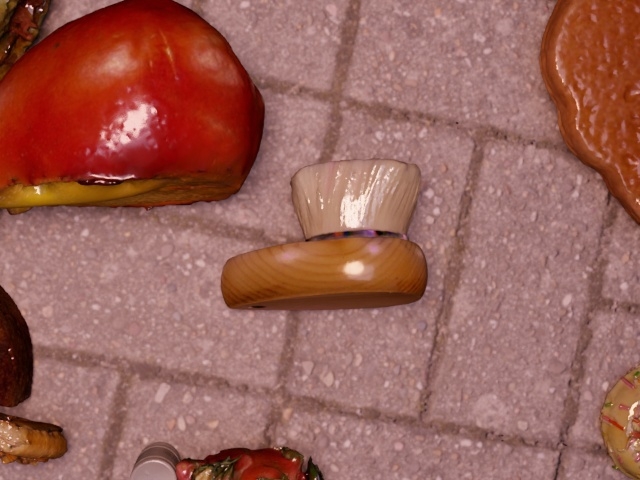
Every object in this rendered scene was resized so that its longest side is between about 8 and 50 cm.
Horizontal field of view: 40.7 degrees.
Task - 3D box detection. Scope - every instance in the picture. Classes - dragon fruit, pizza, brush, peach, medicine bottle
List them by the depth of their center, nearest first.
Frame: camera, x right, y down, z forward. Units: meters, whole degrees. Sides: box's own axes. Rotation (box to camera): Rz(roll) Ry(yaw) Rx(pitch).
[{"bbox_3d":[-0.237,-0.117,0.988,0.338,0.281,0.281,-40,94,-8],"label":"peach"},{"bbox_3d":[-0.421,0.232,1.033,0.226,0.147,0.069,13,77,-7],"label":"pizza"},{"bbox_3d":[-0.052,0.329,1.049,0.269,0.198,0.200,-2,133,-7],"label":"dragon fruit"},{"bbox_3d":[0.000,0.000,1.075,0.266,0.174,0.166,-6,78,10],"label":"brush"},{"bbox_3d":[-0.206,0.291,1.085,0.058,0.091,0.058,0,91,-5],"label":"medicine bottle"}]

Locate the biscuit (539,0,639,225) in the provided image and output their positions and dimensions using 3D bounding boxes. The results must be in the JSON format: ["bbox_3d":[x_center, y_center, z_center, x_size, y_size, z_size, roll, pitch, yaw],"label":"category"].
[{"bbox_3d":[0.479,-0.191,1.113,0.349,0.078,0.455,-29,94,-8],"label":"biscuit"}]

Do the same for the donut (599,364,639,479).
[{"bbox_3d":[0.465,0.250,1.165,0.174,0.068,0.175,0,92,-6],"label":"donut"}]

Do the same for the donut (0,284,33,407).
[{"bbox_3d":[-0.427,0.108,1.049,0.144,0.126,0.187,1,91,-13],"label":"donut"}]

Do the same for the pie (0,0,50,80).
[{"bbox_3d":[-0.502,-0.382,1.005,0.395,0.180,0.418,0,84,-5],"label":"pie"}]
